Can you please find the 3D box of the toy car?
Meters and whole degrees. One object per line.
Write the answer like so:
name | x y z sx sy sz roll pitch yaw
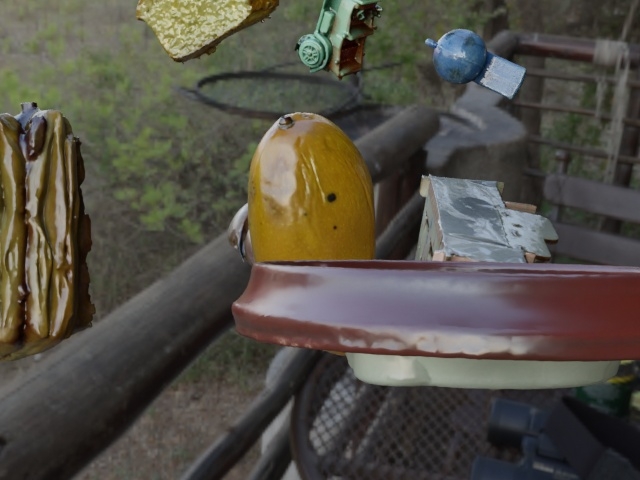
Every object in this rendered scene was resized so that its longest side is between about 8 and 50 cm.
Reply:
toy car | 0.029 -0.228 0.849 0.054 0.143 0.073 36 37 22

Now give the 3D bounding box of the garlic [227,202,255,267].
garlic | -0.036 -0.024 1.341 0.214 0.160 0.191 32 18 28

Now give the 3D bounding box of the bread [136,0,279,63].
bread | -0.128 -0.281 1.030 0.188 0.103 0.065 -22 6 25

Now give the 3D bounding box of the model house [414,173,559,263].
model house | 0.193 0.075 1.166 0.169 0.244 0.326 13 22 -2

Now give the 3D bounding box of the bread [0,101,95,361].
bread | -0.434 0.004 1.100 0.192 0.314 0.370 -3 -3 -37

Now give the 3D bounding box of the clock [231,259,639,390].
clock | 0.102 0.054 0.575 0.319 0.080 0.318 1 1 0

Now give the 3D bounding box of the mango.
mango | -0.002 0.003 1.162 0.144 0.359 0.187 13 31 44

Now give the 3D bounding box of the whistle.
whistle | 0.229 -0.271 1.342 0.158 0.090 0.090 29 27 17
